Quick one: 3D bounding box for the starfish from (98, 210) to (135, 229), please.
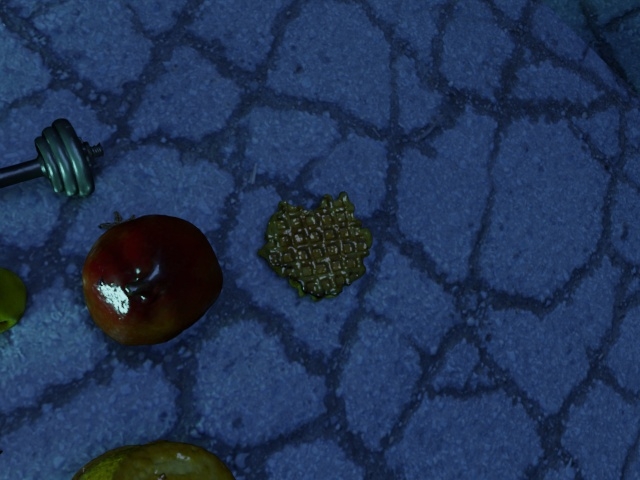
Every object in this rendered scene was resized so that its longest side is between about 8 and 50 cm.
[{"bbox_3d":[-0.461,-0.032,1.330,0.078,0.028,0.091,46,60,-1],"label":"starfish"}]

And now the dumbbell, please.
[{"bbox_3d":[-0.656,-0.133,1.199,0.406,0.179,0.179,-23,84,-25],"label":"dumbbell"}]

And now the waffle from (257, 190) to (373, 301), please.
[{"bbox_3d":[-0.007,0.005,1.482,0.301,0.058,0.281,-35,91,-27],"label":"waffle"}]

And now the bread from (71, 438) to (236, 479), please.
[{"bbox_3d":[-0.298,0.550,1.081,0.358,0.204,0.336,19,53,-38],"label":"bread"}]

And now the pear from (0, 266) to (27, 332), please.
[{"bbox_3d":[-0.671,0.118,1.165,0.141,0.104,0.141,6,69,-17],"label":"pear"}]

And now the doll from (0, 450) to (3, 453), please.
[{"bbox_3d":[-0.693,0.365,1.112,0.169,0.057,0.109,55,48,-15],"label":"doll"}]

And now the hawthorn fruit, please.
[{"bbox_3d":[-0.343,0.073,1.198,0.295,0.311,0.295,14,60,-27],"label":"hawthorn fruit"}]
